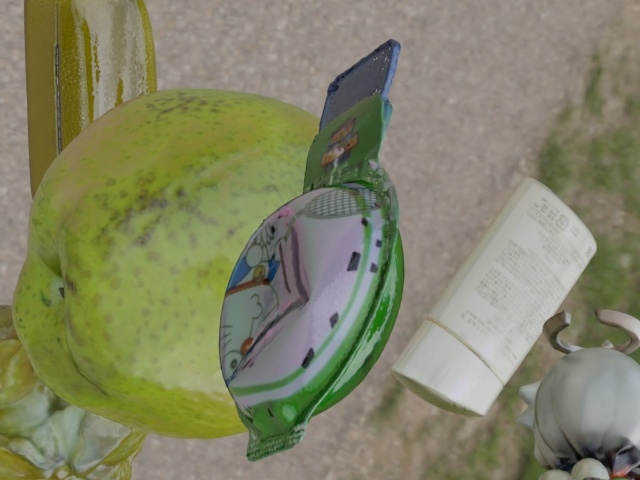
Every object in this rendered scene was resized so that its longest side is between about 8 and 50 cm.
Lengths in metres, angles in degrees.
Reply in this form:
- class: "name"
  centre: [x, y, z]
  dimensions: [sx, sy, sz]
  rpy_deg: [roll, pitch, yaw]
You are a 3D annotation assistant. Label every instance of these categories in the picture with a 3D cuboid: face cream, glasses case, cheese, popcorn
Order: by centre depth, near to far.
- class: "cheese"
  centre: [0.000, 0.000, 0.892]
  dimensions: [0.083, 0.204, 0.320]
  rpy_deg: [25, 60, -24]
- class: "popcorn"
  centre: [-0.331, 0.232, 1.671]
  dimensions: [0.276, 0.277, 0.225]
  rpy_deg: [50, 34, -45]
- class: "glasses case"
  centre: [-0.316, -0.206, 1.794]
  dimensions: [0.173, 0.141, 0.371]
  rpy_deg: [-43, 140, -61]
- class: "face cream"
  centre: [0.251, 0.094, 1.804]
  dimensions: [0.173, 0.081, 0.348]
  rpy_deg: [43, 75, -26]

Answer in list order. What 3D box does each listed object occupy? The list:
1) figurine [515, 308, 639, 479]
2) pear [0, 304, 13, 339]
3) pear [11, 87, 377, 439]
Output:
- class: "figurine"
  centre: [0.176, 0.116, 0.804]
  dimensions: [0.132, 0.132, 0.153]
  rpy_deg: [46, 41, -46]
- class: "pear"
  centre: [-0.466, 0.170, 1.868]
  dimensions: [0.167, 0.136, 0.167]
  rpy_deg: [-21, 149, -13]
- class: "pear"
  centre: [-0.123, 0.025, 1.266]
  dimensions: [0.391, 0.391, 0.391]
  rpy_deg: [-19, 117, -44]
